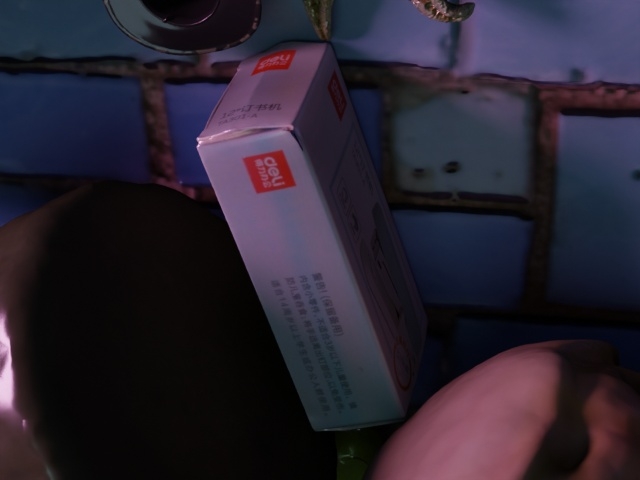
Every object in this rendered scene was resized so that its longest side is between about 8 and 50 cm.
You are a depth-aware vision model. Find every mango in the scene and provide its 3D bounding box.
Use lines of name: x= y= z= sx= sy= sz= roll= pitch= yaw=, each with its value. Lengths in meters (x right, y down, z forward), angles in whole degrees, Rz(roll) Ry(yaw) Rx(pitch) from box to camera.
mango: x=0.026 y=0.191 z=1.282 sx=0.073 sy=0.056 sz=0.108 roll=-11 pitch=123 yaw=26

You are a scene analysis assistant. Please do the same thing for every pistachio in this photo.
pistachio: x=0.159 y=0.240 z=1.111 sx=0.281 sy=0.365 sz=0.445 roll=31 pitch=164 yaw=15

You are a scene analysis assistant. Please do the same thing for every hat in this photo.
hat: x=-0.093 y=-0.185 z=1.062 sx=0.121 sy=0.050 sz=0.121 roll=9 pitch=124 yaw=13

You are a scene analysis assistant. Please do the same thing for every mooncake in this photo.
mooncake: x=-0.149 y=0.143 z=1.112 sx=0.194 sy=0.356 sz=0.356 roll=-27 pitch=114 yaw=31

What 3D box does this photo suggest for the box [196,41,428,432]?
box: x=0.000 y=0.000 z=1.112 sx=0.079 sy=0.135 sz=0.269 roll=-10 pitch=120 yaw=19

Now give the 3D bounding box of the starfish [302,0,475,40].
starfish: x=0.010 y=-0.204 z=1.024 sx=0.208 sy=0.053 sz=0.176 roll=27 pitch=137 yaw=9
